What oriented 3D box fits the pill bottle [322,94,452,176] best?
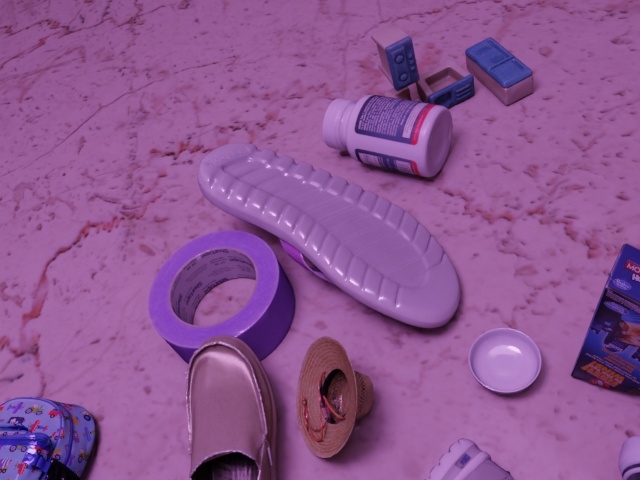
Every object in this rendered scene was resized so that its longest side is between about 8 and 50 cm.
[{"bbox_3d":[0.100,-0.166,0.998,0.180,0.108,0.108,17,61,28],"label":"pill bottle"}]

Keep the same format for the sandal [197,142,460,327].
[{"bbox_3d":[0.010,-0.008,0.915,0.416,0.102,0.169,34,51,18],"label":"sandal"}]

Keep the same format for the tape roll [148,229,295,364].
[{"bbox_3d":[-0.136,0.083,0.906,0.189,0.080,0.188,-9,52,12],"label":"tape roll"}]

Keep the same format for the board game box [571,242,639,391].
[{"bbox_3d":[0.353,0.115,0.675,0.194,0.194,0.060,30,64,12],"label":"board game box"}]

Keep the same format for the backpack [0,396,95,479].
[{"bbox_3d":[-0.377,0.273,0.820,0.158,0.116,0.173,-1,51,17],"label":"backpack"}]

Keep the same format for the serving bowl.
[{"bbox_3d":[0.219,0.147,0.774,0.083,0.027,0.083,-9,53,11],"label":"serving bowl"}]

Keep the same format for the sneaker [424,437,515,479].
[{"bbox_3d":[0.113,0.329,0.622,0.115,0.105,0.281,25,64,32],"label":"sneaker"}]

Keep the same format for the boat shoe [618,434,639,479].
[{"bbox_3d":[0.426,0.272,0.551,0.335,0.121,0.119,17,57,26],"label":"boat shoe"}]

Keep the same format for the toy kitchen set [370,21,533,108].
[{"bbox_3d":[0.207,-0.276,1.008,0.207,0.166,0.122,-28,51,-4],"label":"toy kitchen set"}]

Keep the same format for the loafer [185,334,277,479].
[{"bbox_3d":[-0.100,0.232,0.739,0.102,0.092,0.268,-15,67,3],"label":"loafer"}]

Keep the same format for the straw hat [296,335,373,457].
[{"bbox_3d":[0.029,0.186,0.779,0.061,0.144,0.144,7,43,-29],"label":"straw hat"}]
